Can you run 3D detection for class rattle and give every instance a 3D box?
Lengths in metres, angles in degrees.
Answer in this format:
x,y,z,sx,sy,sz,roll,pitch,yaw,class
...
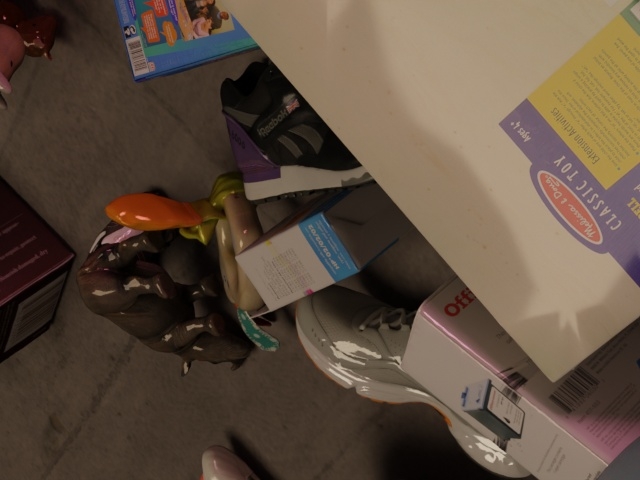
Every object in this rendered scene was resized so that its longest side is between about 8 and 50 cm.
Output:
x,y,z,sx,sy,sz,roll,pitch,yaw,class
-0.113,0.037,1.497,0.130,0.142,0.200,53,155,28,rattle

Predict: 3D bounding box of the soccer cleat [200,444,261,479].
x,y,z,sx,sy,sz,roll,pitch,yaw,class
-0.055,0.299,1.736,0.076,0.068,0.196,-33,92,33,soccer cleat

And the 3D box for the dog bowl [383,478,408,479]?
x,y,z,sx,sy,sz,roll,pitch,yaw,class
0.076,0.377,1.451,0.102,0.349,0.349,-19,109,13,dog bowl

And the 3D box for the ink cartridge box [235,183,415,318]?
x,y,z,sx,sy,sz,roll,pitch,yaw,class
0.000,0.000,1.380,0.061,0.104,0.181,56,144,-5,ink cartridge box

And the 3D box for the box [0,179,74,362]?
x,y,z,sx,sy,sz,roll,pitch,yaw,class
-0.418,0.033,1.809,0.203,0.167,0.168,44,143,12,box

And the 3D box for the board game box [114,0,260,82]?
x,y,z,sx,sy,sz,roll,pitch,yaw,class
-0.099,-0.227,1.316,0.210,0.047,0.160,-7,99,50,board game box

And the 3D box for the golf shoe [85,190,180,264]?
x,y,z,sx,sy,sz,roll,pitch,yaw,class
-0.213,0.027,1.647,0.077,0.094,0.198,43,144,12,golf shoe

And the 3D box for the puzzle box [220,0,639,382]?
x,y,z,sx,sy,sz,roll,pitch,yaw,class
0.127,-0.132,1.101,0.409,0.052,0.272,50,122,4,puzzle box

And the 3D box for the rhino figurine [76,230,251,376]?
x,y,z,sx,sy,sz,roll,pitch,yaw,class
-0.148,0.073,1.583,0.106,0.073,0.243,-14,145,26,rhino figurine

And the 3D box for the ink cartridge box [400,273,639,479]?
x,y,z,sx,sy,sz,roll,pitch,yaw,class
0.180,0.096,1.236,0.190,0.139,0.082,37,143,20,ink cartridge box

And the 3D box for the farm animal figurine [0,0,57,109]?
x,y,z,sx,sy,sz,roll,pitch,yaw,class
-0.359,-0.193,1.440,0.172,0.326,0.330,54,164,19,farm animal figurine

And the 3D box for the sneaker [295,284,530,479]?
x,y,z,sx,sy,sz,roll,pitch,yaw,class
0.098,0.088,1.365,0.262,0.099,0.121,27,136,19,sneaker

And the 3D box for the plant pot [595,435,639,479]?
x,y,z,sx,sy,sz,roll,pitch,yaw,class
0.309,0.254,1.122,0.235,0.293,0.293,45,146,37,plant pot

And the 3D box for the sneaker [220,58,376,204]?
x,y,z,sx,sy,sz,roll,pitch,yaw,class
0.008,-0.109,1.287,0.283,0.107,0.124,-10,106,50,sneaker
